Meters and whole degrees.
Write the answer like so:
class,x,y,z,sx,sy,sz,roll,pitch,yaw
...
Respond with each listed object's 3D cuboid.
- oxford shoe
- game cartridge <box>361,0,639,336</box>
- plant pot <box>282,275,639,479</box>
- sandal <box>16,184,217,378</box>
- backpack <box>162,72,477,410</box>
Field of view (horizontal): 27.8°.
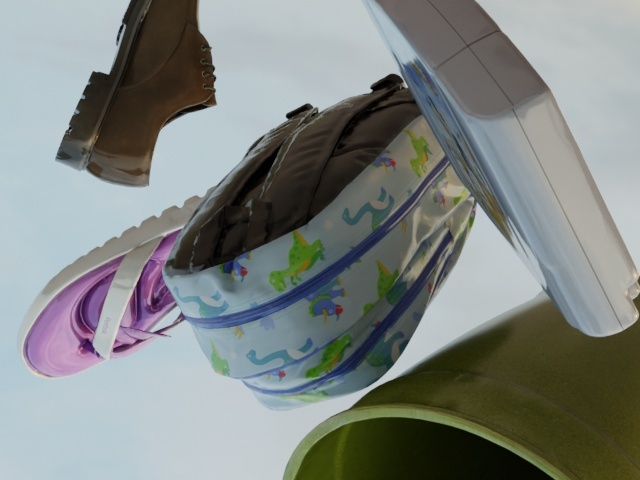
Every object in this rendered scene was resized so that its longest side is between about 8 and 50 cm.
class,x,y,z,sx,sy,sz,roll,pitch,yaw
oxford shoe,-0.116,-0.144,1.001,0.096,0.227,0.083,24,174,-7
game cartridge,0.107,-0.081,0.858,0.198,0.062,0.297,53,-174,-27
plant pot,0.211,0.208,1.166,0.366,0.366,0.353,25,-140,23
sandal,-0.203,0.064,1.550,0.169,0.416,0.102,35,-154,-46
backpack,0.000,0.000,1.276,0.290,0.273,0.355,-14,-173,25
